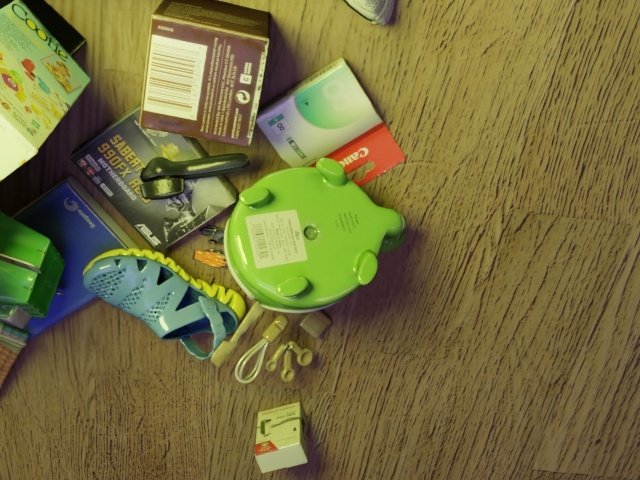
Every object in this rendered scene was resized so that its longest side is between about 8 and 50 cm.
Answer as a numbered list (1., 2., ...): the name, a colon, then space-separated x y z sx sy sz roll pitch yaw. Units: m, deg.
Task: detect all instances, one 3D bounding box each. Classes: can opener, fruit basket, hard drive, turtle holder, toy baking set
1. can opener: -0.210 -0.116 1.204 0.186 0.059 0.073 -13 92 -8
2. fruit basket: -0.607 0.031 1.154 0.353 0.327 0.165 11 75 -10
3. hard drive: -0.515 0.046 1.343 0.319 0.040 0.210 -31 115 13
4. turtle holder: -0.017 -0.011 1.244 0.320 0.227 0.243 -41 89 -23
5. toy baking set: -0.079 0.178 1.364 0.256 0.030 0.196 11 96 -42

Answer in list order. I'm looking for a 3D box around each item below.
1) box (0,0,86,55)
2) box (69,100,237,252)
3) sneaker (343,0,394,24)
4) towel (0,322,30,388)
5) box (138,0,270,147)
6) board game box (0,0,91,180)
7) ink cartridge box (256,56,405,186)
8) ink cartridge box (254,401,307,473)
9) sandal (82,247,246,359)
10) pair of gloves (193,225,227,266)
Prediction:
1. box: -0.600 -0.297 1.075 0.312 0.179 0.343 -40 113 16
2. box: -0.286 -0.115 1.260 0.183 0.056 0.231 -31 116 14
3. sneaker: 0.001 -0.421 1.088 0.268 0.153 0.101 34 71 -51
4. towel: -0.775 0.197 1.364 0.370 0.040 0.271 24 127 -22
5. box: -0.171 -0.266 1.101 0.167 0.203 0.168 9 118 -8
6. board game box: -0.413 -0.175 0.894 0.142 0.275 0.144 -33 116 14
7. ink cartridge box: 0.022 -0.175 1.247 0.181 0.056 0.224 -30 114 13
8. ink cartridge box: -0.081 0.409 1.509 0.099 0.135 0.056 -16 115 5
9. sandal: -0.277 0.119 1.309 0.317 0.138 0.126 24 130 -24
10. pair of gloves: -0.198 0.012 1.358 0.074 0.010 0.083 14 116 -10
